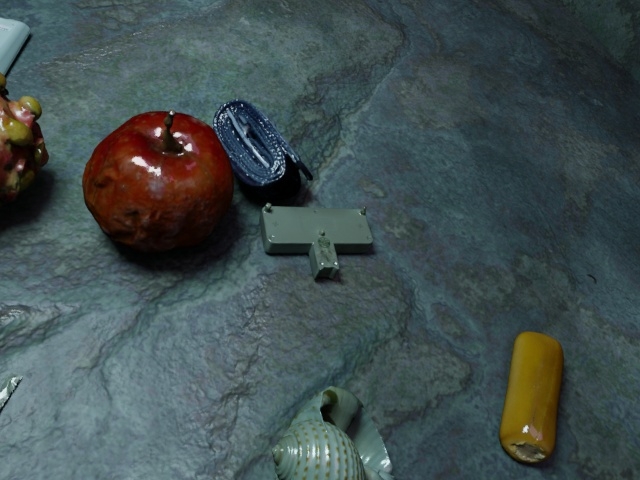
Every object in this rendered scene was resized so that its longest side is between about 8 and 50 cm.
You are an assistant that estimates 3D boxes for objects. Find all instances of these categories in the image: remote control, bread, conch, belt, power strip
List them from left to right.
[{"bbox_3d":[-0.659,-0.341,0.928,0.103,0.051,0.293,10,53,-12],"label":"remote control"},{"bbox_3d":[-0.120,-0.171,0.969,0.122,0.128,0.218,-37,69,4],"label":"belt"},{"bbox_3d":[0.000,0.000,0.927,0.216,0.061,0.145,-1,57,-20],"label":"power strip"},{"bbox_3d":[0.009,0.309,0.677,0.200,0.131,0.172,49,16,-33],"label":"conch"},{"bbox_3d":[0.384,0.273,0.873,0.092,0.074,0.239,31,52,-4],"label":"bread"}]

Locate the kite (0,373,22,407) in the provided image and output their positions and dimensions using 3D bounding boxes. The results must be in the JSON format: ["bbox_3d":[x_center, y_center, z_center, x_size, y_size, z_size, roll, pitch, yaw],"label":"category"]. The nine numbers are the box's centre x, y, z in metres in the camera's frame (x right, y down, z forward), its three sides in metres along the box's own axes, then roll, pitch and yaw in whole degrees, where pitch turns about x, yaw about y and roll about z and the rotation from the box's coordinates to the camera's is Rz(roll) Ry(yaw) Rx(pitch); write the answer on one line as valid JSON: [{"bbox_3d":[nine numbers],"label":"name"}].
[{"bbox_3d":[-0.454,0.278,0.602,0.229,0.012,0.250,28,52,-4],"label":"kite"}]

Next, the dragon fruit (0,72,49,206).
[{"bbox_3d":[-0.559,-0.146,0.708,0.291,0.269,0.250,-17,74,-25],"label":"dragon fruit"}]

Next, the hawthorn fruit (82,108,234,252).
[{"bbox_3d":[-0.248,-0.110,0.782,0.242,0.271,0.242,14,57,-22],"label":"hawthorn fruit"}]
